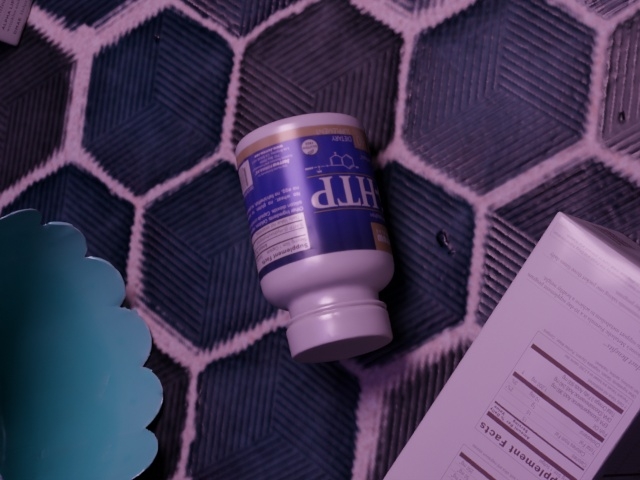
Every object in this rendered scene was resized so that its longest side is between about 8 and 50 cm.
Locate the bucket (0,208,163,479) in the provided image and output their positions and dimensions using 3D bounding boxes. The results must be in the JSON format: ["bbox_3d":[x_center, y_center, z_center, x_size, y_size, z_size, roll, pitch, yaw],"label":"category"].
[{"bbox_3d":[-0.286,0.130,1.440,0.183,0.281,0.281,-19,73,29],"label":"bucket"}]

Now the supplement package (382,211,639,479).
[{"bbox_3d":[0.181,0.122,1.230,0.134,0.139,0.244,38,102,28],"label":"supplement package"}]

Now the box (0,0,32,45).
[{"bbox_3d":[-0.366,-0.305,1.636,0.181,0.119,0.182,21,94,32],"label":"box"}]

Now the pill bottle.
[{"bbox_3d":[0.000,0.000,1.374,0.112,0.112,0.186,-20,73,27],"label":"pill bottle"}]
